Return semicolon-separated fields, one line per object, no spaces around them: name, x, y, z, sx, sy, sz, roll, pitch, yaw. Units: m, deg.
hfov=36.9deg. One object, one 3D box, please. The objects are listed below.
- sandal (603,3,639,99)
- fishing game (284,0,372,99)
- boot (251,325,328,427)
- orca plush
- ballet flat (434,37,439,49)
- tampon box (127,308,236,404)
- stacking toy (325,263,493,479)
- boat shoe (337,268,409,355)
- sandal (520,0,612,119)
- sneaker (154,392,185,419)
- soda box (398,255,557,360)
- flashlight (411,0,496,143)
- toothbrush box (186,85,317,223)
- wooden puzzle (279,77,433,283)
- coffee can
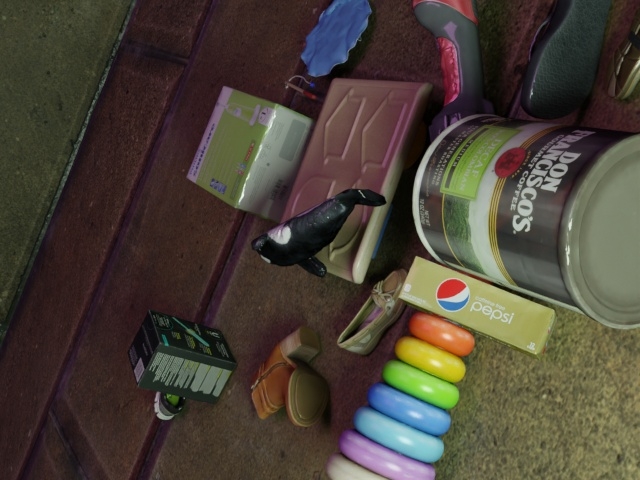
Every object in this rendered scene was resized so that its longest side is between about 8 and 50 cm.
sandal;0.400;-0.243;1.138;0.072;0.049;0.180;-100;27;-49
fishing game;0.033;-0.385;1.811;0.264;0.041;0.189;-58;33;3
boot;-0.059;0.251;1.555;0.152;0.073;0.197;-46;26;33
orca plush;0.000;0.000;1.467;0.287;0.151;0.102;-27;94;42
ballet flat;0.195;-0.361;1.535;0.041;0.041;0.114;-3;71;57
tampon box;-0.262;0.221;1.804;0.102;0.161;0.120;-61;30;16
stacking toy;0.128;0.177;1.246;0.141;0.141;0.331;16;82;59
boat shoe;0.081;0.105;1.434;0.153;0.048;0.056;-56;33;22
sandal;0.319;-0.264;1.237;0.054;0.097;0.255;1;63;57
sneaker;-0.290;0.272;1.918;0.074;0.063;0.171;-15;65;55
soda box;0.191;0.082;1.162;0.181;0.061;0.058;21;84;21
flashlight;0.185;-0.256;1.386;0.103;0.103;0.304;140;131;-66
toothbrush box;-0.130;-0.170;1.863;0.283;0.122;0.206;29;98;59
wooden puzzle;0.059;-0.104;1.575;0.348;0.080;0.322;20;89;64
coffee can;0.261;-0.032;1.079;0.275;0.201;0.202;21;91;60
